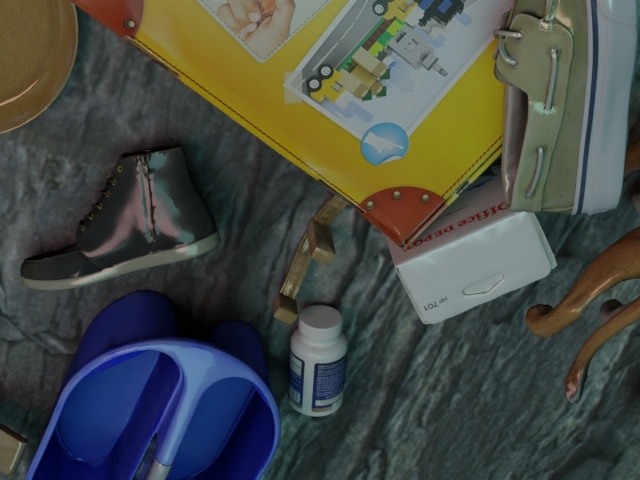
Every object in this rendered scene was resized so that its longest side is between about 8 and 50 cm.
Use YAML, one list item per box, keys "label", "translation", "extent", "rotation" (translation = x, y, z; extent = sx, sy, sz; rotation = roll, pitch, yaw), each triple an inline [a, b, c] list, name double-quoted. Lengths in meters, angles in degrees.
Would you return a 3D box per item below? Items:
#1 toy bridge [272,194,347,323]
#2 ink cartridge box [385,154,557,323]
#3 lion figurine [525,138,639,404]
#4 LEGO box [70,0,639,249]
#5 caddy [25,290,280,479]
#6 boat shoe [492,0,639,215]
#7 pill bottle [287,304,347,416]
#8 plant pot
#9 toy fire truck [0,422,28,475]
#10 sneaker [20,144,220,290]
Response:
- label: "toy bridge"
  translation: [0.000, 0.000, 1.051]
  extent: [0.026, 0.063, 0.188]
  rotation: [22, 117, -17]
- label: "ink cartridge box"
  translation: [0.135, -0.022, 0.978]
  extent: [0.139, 0.191, 0.082]
  rotation: [-24, 119, 8]
- label: "lion figurine"
  translation: [0.348, -0.037, 0.929]
  extent: [0.142, 0.392, 0.240]
  rotation: [32, 146, -17]
- label: "LEGO box"
  translation: [0.091, -0.300, 0.811]
  extent: [0.372, 0.193, 0.500]
  rotation: [36, 111, -23]
- label: "caddy"
  translation: [-0.188, 0.227, 1.098]
  extent: [0.241, 0.179, 0.341]
  rotation: [20, 116, -17]
- label: "boat shoe"
  translation: [0.179, -0.139, 0.741]
  extent: [0.094, 0.109, 0.302]
  rotation: [-10, 124, 1]
- label: "pill bottle"
  translation: [-0.003, 0.137, 1.128]
  extent: [0.067, 0.067, 0.120]
  rotation: [0, 120, -6]
- label: "plant pot"
  translation: [-0.345, -0.209, 0.915]
  extent: [0.236, 0.032, 0.236]
  rotation: [-3, 121, -5]
- label: "toy fire truck"
  translation: [-0.426, 0.135, 1.051]
  extent: [0.246, 0.158, 0.217]
  rotation: [21, 116, -30]
- label: "sneaker"
  translation: [-0.221, -0.025, 1.019]
  extent: [0.222, 0.083, 0.118]
  rotation: [-14, 102, 11]
